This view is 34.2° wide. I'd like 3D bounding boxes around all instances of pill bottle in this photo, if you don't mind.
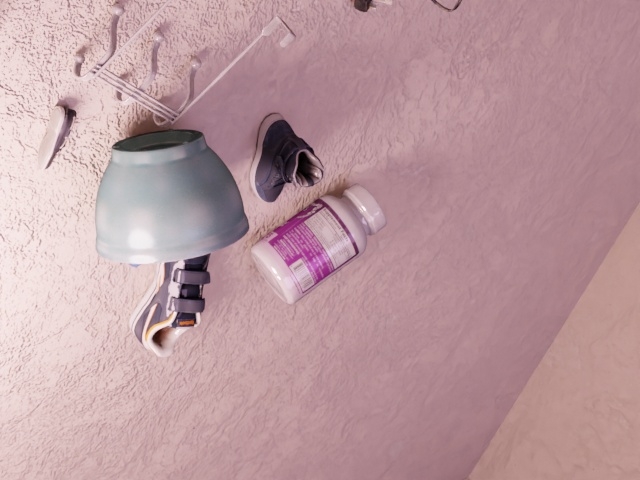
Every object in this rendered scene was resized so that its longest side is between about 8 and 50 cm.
[{"bbox_3d":[0.000,0.000,2.426,0.301,0.169,0.169,-36,145,-12],"label":"pill bottle"}]

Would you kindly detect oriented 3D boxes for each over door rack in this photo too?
[{"bbox_3d":[-0.241,-0.351,1.827,0.324,0.108,0.239,-32,150,20],"label":"over door rack"}]

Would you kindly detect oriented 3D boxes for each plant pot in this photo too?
[{"bbox_3d":[-0.291,-0.097,1.954,0.293,0.293,0.196,-19,113,-33],"label":"plant pot"}]

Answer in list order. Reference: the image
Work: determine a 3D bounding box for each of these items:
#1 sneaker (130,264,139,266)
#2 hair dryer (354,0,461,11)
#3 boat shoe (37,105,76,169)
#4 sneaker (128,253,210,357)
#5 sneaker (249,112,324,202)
[{"bbox_3d":[-0.312,-0.007,2.176,0.209,0.069,0.082,-24,135,-20],"label":"sneaker"},{"bbox_3d":[0.160,-0.553,1.999,0.223,0.080,0.293,-1,154,8],"label":"hair dryer"},{"bbox_3d":[-0.470,-0.180,1.854,0.038,0.046,0.125,5,114,-43],"label":"boat shoe"},{"bbox_3d":[-0.302,0.111,2.270,0.126,0.127,0.321,3,123,-46],"label":"sneaker"},{"bbox_3d":[-0.072,-0.135,2.213,0.086,0.163,0.226,-25,143,-29],"label":"sneaker"}]
